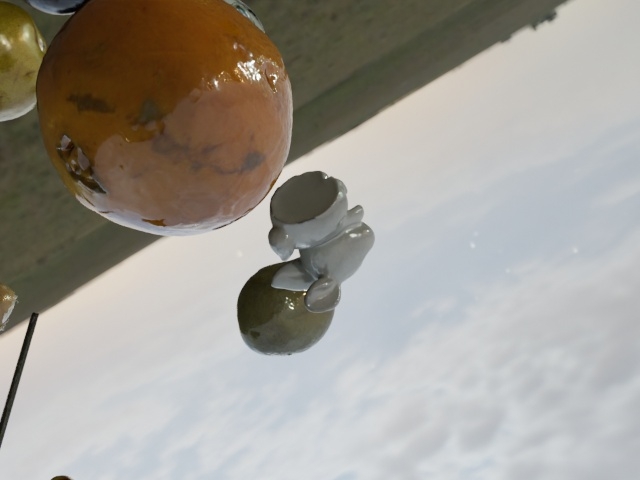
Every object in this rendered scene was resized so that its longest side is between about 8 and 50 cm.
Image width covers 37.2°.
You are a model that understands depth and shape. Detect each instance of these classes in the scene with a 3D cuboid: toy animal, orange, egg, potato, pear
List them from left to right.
[{"bbox_3d":[-0.493,0.092,1.382,0.080,0.096,0.080,-61,-167,25],"label":"egg"},{"bbox_3d":[-0.551,-0.296,1.566,0.209,0.209,0.209,-31,-175,3],"label":"pear"},{"bbox_3d":[-0.181,-0.156,1.144,0.312,0.312,0.312,-31,-175,3],"label":"orange"},{"bbox_3d":[-0.063,0.129,1.875,0.160,0.178,0.235,9,-138,37],"label":"potato"},{"bbox_3d":[-0.007,-0.001,1.517,0.127,0.193,0.178,21,-129,36],"label":"toy animal"}]

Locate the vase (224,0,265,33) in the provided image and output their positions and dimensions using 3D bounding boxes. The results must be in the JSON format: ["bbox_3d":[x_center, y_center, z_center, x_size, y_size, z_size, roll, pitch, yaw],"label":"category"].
[{"bbox_3d":[-0.314,-0.319,1.872,0.445,0.250,0.250,-27,-174,27],"label":"vase"}]

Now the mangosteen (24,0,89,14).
[{"bbox_3d":[-0.468,-0.505,1.703,0.210,0.210,0.210,-31,-175,3],"label":"mangosteen"}]

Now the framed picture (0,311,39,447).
[{"bbox_3d":[-0.539,0.264,1.665,0.347,0.016,0.265,157,-52,-70],"label":"framed picture"}]

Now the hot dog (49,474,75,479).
[{"bbox_3d":[-0.382,0.517,1.598,0.256,0.153,0.150,28,-115,32],"label":"hot dog"}]
